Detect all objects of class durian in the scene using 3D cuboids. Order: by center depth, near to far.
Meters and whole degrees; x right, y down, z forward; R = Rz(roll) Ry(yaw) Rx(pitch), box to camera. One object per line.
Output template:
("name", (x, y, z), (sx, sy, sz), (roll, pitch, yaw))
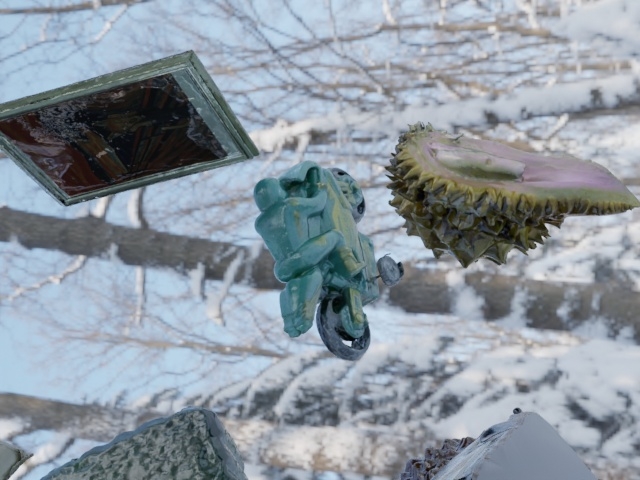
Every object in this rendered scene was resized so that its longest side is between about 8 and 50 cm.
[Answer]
("durian", (0.159, -0.029, 0.825), (0.078, 0.224, 0.140), (-55, -38, -55))

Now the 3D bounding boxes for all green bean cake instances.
("green bean cake", (-0.237, 0.437, 1.395), (0.169, 0.300, 0.308), (68, 179, -49))

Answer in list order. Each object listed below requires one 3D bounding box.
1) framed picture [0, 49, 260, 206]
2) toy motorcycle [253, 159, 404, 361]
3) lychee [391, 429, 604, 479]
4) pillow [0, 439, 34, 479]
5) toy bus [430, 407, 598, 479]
("framed picture", (-0.231, -0.117, 1.106), (0.216, 0.273, 0.016), (56, -156, -59))
("toy motorcycle", (0.000, 0.001, 1.174), (0.198, 0.109, 0.296), (30, -138, -37))
("lychee", (0.192, 0.356, 0.996), (0.306, 0.330, 0.306), (-24, -45, -26))
("pillow", (-0.486, 0.277, 1.226), (0.119, 0.208, 0.053), (-68, -6, -71))
("toy bus", (0.108, 0.250, 0.658), (0.171, 0.162, 0.386), (52, -164, 13))
